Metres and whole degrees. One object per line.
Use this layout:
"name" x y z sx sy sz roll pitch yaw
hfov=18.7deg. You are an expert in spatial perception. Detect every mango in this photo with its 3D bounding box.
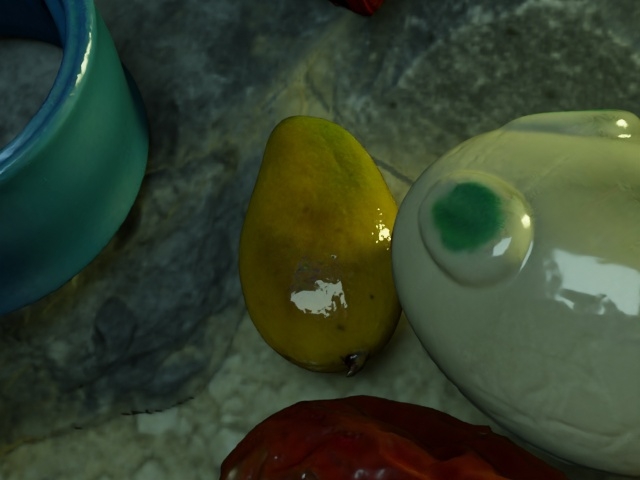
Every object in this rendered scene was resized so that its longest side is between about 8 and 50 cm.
"mango" 0.000 0.000 1.143 0.101 0.066 0.187 -15 58 14

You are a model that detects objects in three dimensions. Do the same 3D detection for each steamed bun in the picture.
"steamed bun" 0.143 0.015 1.021 0.228 0.130 0.177 34 56 28

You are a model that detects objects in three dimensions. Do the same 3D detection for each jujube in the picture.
"jujube" 0.058 0.175 0.992 0.250 0.174 0.174 35 85 33

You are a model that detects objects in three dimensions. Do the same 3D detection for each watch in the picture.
"watch" -0.232 -0.050 1.168 0.274 0.241 0.305 -35 62 -10

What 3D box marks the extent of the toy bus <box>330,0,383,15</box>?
"toy bus" 0.044 -0.241 1.208 0.089 0.081 0.195 33 84 18
